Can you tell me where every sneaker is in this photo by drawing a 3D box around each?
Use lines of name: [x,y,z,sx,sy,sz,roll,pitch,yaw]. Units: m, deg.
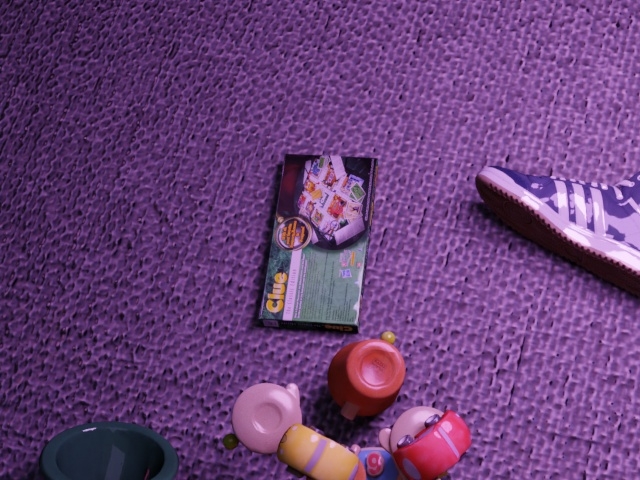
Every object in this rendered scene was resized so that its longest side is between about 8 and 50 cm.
sneaker: [0.356,-0.055,1.828,0.282,0.099,0.153,31,74,13]

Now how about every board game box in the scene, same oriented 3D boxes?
board game box: [0.000,0.000,1.882,0.136,0.030,0.260,5,63,7]

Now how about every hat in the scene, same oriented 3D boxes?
hat: [-0.272,0.356,1.727,0.173,0.184,0.208,8,22,3]

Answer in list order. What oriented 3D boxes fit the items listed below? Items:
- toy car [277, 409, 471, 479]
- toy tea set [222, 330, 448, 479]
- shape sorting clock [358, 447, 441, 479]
toy car: [0.074,0.318,1.605,0.239,0.053,0.225,-3,85,-13]
toy tea set: [-0.005,0.251,1.698,0.336,0.124,0.200,-21,80,-14]
shape sorting clock: [0.064,0.349,1.682,0.206,0.040,0.206,-3,62,5]
